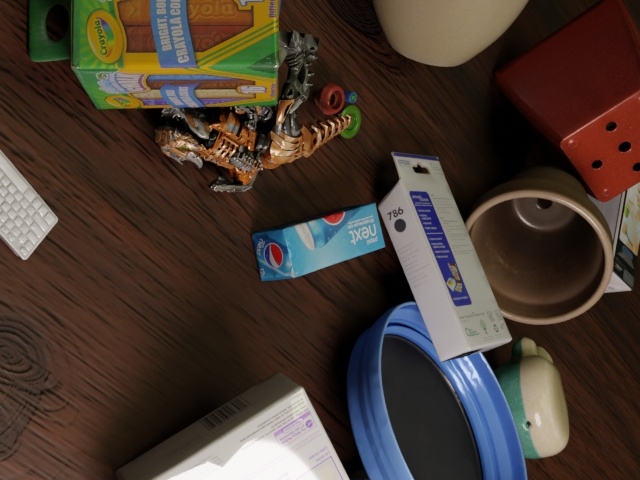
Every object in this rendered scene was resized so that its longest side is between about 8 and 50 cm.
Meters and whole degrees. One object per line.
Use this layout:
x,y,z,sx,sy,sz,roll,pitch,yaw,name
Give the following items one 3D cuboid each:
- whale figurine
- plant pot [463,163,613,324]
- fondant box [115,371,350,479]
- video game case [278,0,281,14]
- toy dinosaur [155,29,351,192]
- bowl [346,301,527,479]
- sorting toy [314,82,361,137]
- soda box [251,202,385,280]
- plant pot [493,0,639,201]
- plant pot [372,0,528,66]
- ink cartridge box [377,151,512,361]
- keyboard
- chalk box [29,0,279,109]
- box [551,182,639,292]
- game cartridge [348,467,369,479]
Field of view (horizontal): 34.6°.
0.359,0.277,1.816,0.272,0.141,0.216,-42,118,-70,whale figurine
0.388,-0.020,1.809,0.263,0.263,0.229,63,28,-20,plant pot
-0.066,0.365,1.252,0.238,0.096,0.330,-30,104,-17,fondant box
-0.101,-0.366,1.468,0.119,0.015,0.166,23,67,-45,video game case
-0.087,-0.174,1.393,0.322,0.164,0.218,-13,109,-66,toy dinosaur
0.177,0.284,1.545,0.391,0.077,0.391,37,38,-37,bowl
0.023,-0.204,1.569,0.061,0.042,0.102,-56,137,-18,sorting toy
0.000,0.000,1.484,0.210,0.067,0.071,-17,97,-48,soda box
0.519,-0.234,1.882,0.267,0.267,0.236,45,20,-34,plant pot
0.196,-0.391,1.647,0.284,0.284,0.191,-26,139,-47,plant pot
0.189,0.023,1.638,0.165,0.065,0.333,0,67,-56,ink cartridge box
-0.383,-0.094,1.113,0.256,0.014,0.072,55,48,-27,keyboard
-0.193,-0.257,1.183,0.288,0.179,0.180,-2,83,-4,chalk box
0.538,-0.041,2.014,0.087,0.169,0.290,38,59,-35,box
0.127,0.505,1.555,0.230,0.068,0.355,-12,93,-44,game cartridge
